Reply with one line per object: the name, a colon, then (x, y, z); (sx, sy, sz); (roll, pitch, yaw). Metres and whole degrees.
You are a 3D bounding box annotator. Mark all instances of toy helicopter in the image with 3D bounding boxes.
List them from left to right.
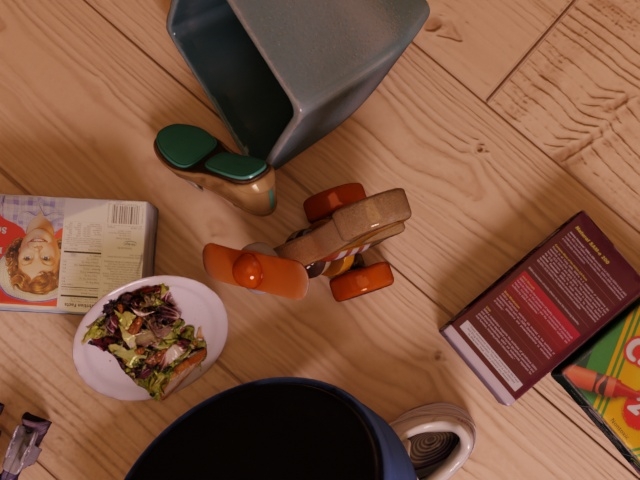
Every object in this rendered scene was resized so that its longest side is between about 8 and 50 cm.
toy helicopter: (0.000, 0.000, 1.282); (0.235, 0.355, 0.140); (-16, 84, -19)

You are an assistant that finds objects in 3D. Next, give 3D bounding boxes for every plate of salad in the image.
plate of salad: (-0.208, 0.131, 1.367); (0.200, 0.200, 0.048); (-28, 41, -3)

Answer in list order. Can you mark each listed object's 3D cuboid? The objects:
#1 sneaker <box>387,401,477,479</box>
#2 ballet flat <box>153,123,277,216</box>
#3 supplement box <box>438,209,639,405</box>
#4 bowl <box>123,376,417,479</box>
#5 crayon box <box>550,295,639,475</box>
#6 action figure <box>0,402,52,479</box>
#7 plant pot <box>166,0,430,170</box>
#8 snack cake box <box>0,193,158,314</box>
sneaker: (0.053, 0.284, 1.353); (0.305, 0.152, 0.114); (-27, 86, -1)
ballet flat: (-0.138, -0.085, 1.403); (0.080, 0.232, 0.073); (-35, 129, -23)
supplement box: (0.285, 0.087, 1.411); (0.239, 0.073, 0.130); (-40, 86, -3)
bowl: (-0.080, 0.321, 1.259); (0.391, 0.391, 0.077); (-32, 128, -3)
crayon box: (0.484, 0.143, 1.400); (0.318, 0.081, 0.202); (-41, 84, -4)
action figure: (-0.440, 0.347, 1.378); (0.185, 0.099, 0.285); (17, 87, -3)
plant pot: (-0.014, -0.270, 1.375); (0.252, 0.247, 0.248); (-30, 84, -20)
snack cake box: (-0.351, 0.020, 1.416); (0.264, 0.089, 0.152); (4, 86, 1)
